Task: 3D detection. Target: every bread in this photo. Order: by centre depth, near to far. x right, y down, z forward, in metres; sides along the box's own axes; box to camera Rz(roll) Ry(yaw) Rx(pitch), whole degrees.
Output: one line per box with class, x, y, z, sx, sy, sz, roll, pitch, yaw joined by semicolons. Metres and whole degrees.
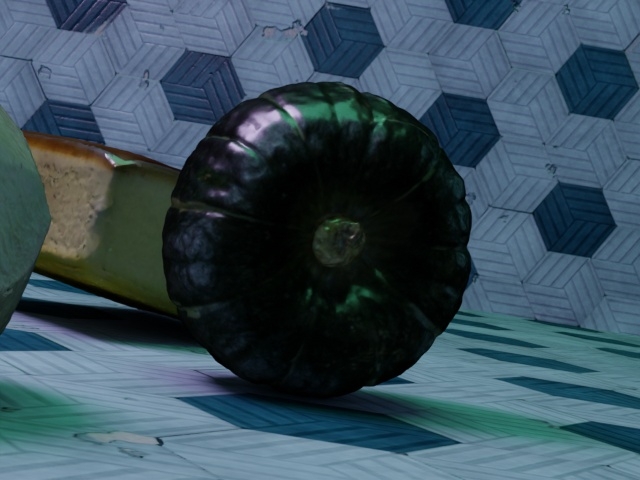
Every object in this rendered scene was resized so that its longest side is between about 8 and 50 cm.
bread;-0.199;-0.005;1.330;0.333;0.143;0.324;12;-9;46

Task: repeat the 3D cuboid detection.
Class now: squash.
squash;0.000;0.000;0.999;0.252;0.252;0.165;9;7;-16

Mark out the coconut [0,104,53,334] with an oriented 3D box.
coconut;-0.267;-0.018;0.740;0.234;0.224;0.224;53;-20;-23
